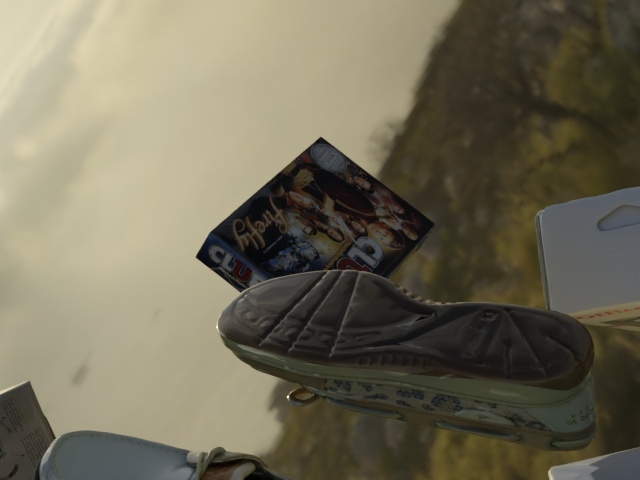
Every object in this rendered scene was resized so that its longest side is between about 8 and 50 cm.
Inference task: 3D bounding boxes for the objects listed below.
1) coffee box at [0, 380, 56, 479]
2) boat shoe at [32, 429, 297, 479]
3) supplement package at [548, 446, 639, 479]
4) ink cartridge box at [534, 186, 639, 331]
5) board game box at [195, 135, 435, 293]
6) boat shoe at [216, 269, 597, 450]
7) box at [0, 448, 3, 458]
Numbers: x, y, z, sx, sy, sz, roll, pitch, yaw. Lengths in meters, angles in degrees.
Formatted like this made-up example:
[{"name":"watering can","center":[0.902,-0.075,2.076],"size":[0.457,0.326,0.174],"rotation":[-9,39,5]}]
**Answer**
[{"name":"coffee box","center":[-0.406,0.252,1.655],"size":[0.168,0.119,0.297],"rotation":[-23,1,31]},{"name":"boat shoe","center":[-0.082,0.213,1.360],"size":[0.103,0.302,0.113],"rotation":[108,180,-49]},{"name":"supplement package","center":[0.320,0.232,1.126],"size":[0.292,0.175,0.177],"rotation":[-13,20,4]},{"name":"ink cartridge box","center":[0.287,0.015,1.325],"size":[0.154,0.212,0.093],"rotation":[-14,74,34]},{"name":"board game box","center":[0.000,0.000,1.788],"size":[0.243,0.165,0.042],"rotation":[-45,-10,-50]},{"name":"boat shoe","center":[0.056,0.091,1.197],"size":[0.285,0.089,0.104],"rotation":[10,41,30]},{"name":"box","center":[-0.375,0.071,1.266],"size":[0.058,0.232,0.322],"rotation":[-58,-16,-22]}]
